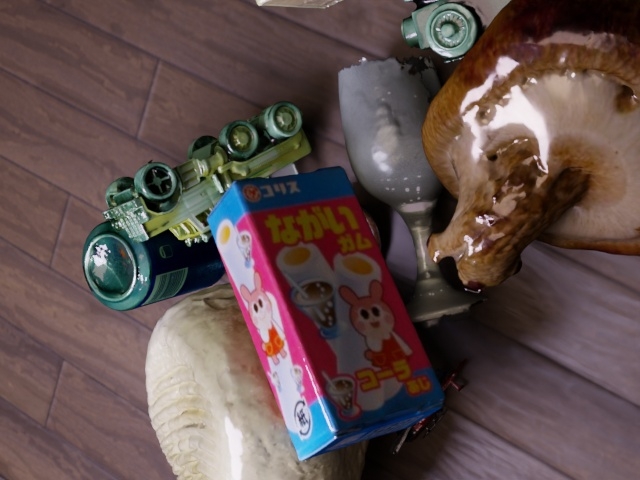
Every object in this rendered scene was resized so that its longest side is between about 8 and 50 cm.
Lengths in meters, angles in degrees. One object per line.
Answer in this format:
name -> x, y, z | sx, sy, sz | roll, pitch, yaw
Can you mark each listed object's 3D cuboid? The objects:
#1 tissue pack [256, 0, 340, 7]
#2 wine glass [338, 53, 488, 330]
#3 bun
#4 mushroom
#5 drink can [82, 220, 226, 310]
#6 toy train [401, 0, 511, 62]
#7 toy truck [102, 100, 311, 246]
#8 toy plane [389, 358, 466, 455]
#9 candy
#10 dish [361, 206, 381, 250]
tissue pack -> -0.032, -0.400, 1.469 | 0.125, 0.159, 0.234 | -22, 87, 31
wine glass -> 0.103, -0.057, 1.459 | 0.143, 0.143, 0.321 | -11, 93, 31
bun -> -0.067, 0.220, 1.526 | 0.349, 0.227, 0.353 | -19, 89, 67
mushroom -> 0.263, -0.089, 1.272 | 0.345, 0.260, 0.345 | 17, 144, 13
drink can -> -0.205, 0.019, 1.614 | 0.118, 0.205, 0.118 | 5, 100, 31
toy train -> 0.203, -0.289, 1.378 | 0.269, 0.115, 0.154 | -10, 98, 32
toy truck -> -0.126, -0.064, 1.518 | 0.128, 0.259, 0.135 | -15, 99, 58
toy plane -> 0.134, 0.201, 1.532 | 0.037, 0.060, 0.145 | 41, 101, 18
candy -> 0.002, 0.074, 1.386 | 0.100, 0.157, 0.306 | -45, 63, 52
dish -> 0.000, 0.000, 1.571 | 0.141, 0.078, 0.141 | -4, 111, -11
